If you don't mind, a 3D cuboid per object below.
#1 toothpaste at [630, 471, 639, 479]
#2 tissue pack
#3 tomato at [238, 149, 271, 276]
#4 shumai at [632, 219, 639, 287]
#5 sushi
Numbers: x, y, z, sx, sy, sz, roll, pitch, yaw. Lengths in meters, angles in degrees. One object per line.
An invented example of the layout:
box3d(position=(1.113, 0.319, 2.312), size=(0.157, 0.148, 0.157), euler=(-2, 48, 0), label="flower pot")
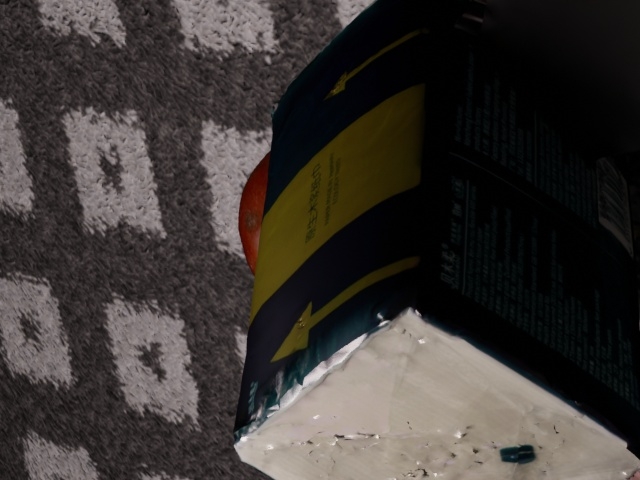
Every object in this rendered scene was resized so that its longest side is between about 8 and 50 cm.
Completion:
box3d(position=(0.343, 0.255, 1.752), size=(0.194, 0.043, 0.067), euler=(47, 136, 8), label="toothpaste")
box3d(position=(0.100, 0.028, 1.473), size=(0.264, 0.416, 0.253), euler=(31, 126, -23), label="tissue pack")
box3d(position=(-0.003, -0.001, 1.940), size=(0.225, 0.085, 0.225), euler=(21, 123, 36), label="tomato")
box3d(position=(0.251, 0.027, 1.676), size=(0.145, 0.145, 0.116), euler=(28, 87, 34), label="shumai")
box3d(position=(0.281, -0.195, 1.431), size=(0.215, 0.212, 0.227), euler=(46, 139, 2), label="sushi")
